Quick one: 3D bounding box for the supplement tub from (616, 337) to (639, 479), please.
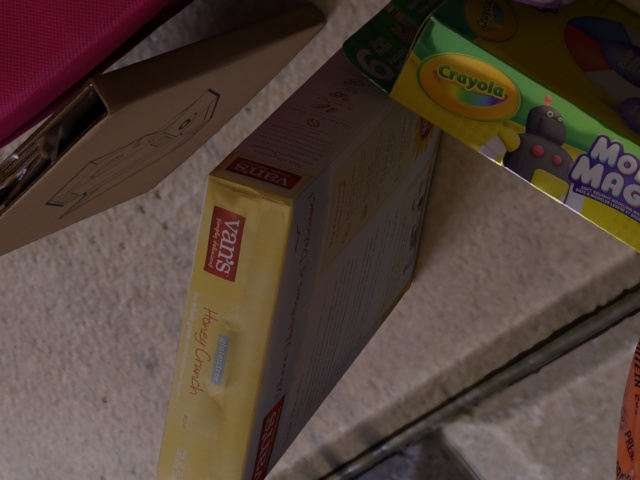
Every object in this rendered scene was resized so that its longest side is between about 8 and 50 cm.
[{"bbox_3d":[0.297,0.100,0.780,0.316,0.193,0.193,6,121,-12],"label":"supplement tub"}]

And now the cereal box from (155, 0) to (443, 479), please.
[{"bbox_3d":[0.000,0.000,0.910,0.047,0.240,0.173,20,121,15],"label":"cereal box"}]

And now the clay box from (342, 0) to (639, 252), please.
[{"bbox_3d":[0.129,-0.066,0.885,0.222,0.127,0.053,33,123,6],"label":"clay box"}]

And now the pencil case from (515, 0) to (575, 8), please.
[{"bbox_3d":[0.120,-0.204,0.834,0.086,0.088,0.206,48,126,37],"label":"pencil case"}]

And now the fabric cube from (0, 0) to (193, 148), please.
[{"bbox_3d":[-0.159,-0.200,0.876,0.258,0.254,0.259,-35,97,34],"label":"fabric cube"}]

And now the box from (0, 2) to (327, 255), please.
[{"bbox_3d":[-0.100,-0.050,0.955,0.164,0.201,0.021,-39,84,34],"label":"box"}]
